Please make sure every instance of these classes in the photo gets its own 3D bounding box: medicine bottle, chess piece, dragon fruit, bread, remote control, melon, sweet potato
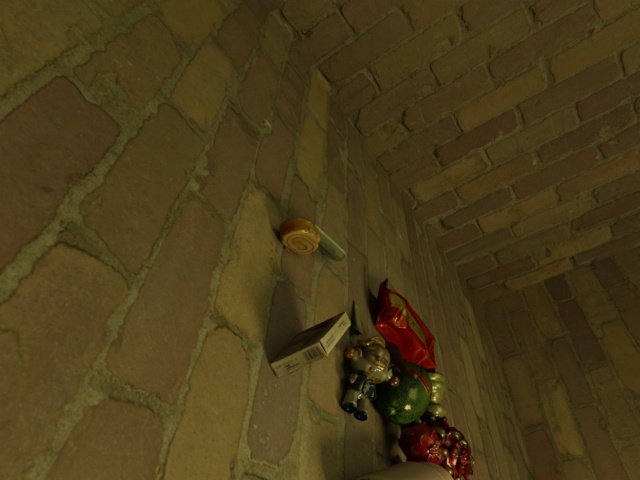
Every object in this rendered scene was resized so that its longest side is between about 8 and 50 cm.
[{"bbox_3d":[0.221,0.704,1.128,0.379,0.214,0.213,24,45,-52],"label":"medicine bottle"},{"bbox_3d":[0.450,0.666,1.723,0.133,0.133,0.243,41,36,-38],"label":"chess piece"},{"bbox_3d":[0.410,0.703,1.503,0.272,0.199,0.218,69,16,13],"label":"dragon fruit"},{"bbox_3d":[-0.063,-0.011,1.403,0.149,0.122,0.073,35,40,-44],"label":"bread"},{"bbox_3d":[0.000,0.000,1.548,0.247,0.104,0.052,41,74,-36],"label":"remote control"},{"bbox_3d":[0.283,0.521,1.473,0.182,0.182,0.288,63,27,1],"label":"melon"},{"bbox_3d":[-0.019,0.275,1.147,0.052,0.171,0.201,60,26,0],"label":"medicine bottle"},{"bbox_3d":[0.247,0.394,1.481,0.074,0.075,0.269,51,-13,-25],"label":"sweet potato"},{"bbox_3d":[0.313,0.651,1.389,0.133,0.136,0.166,34,-4,-21],"label":"dragon fruit"}]

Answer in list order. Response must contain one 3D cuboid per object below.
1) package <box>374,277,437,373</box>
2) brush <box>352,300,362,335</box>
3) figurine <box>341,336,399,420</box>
[{"bbox_3d":[0.354,0.374,1.818,0.423,0.123,0.196,53,25,-19],"label":"package"},{"bbox_3d":[0.133,0.289,1.597,0.033,0.030,0.178,36,22,-17],"label":"brush"},{"bbox_3d":[0.153,0.440,1.371,0.194,0.133,0.274,17,45,-16],"label":"figurine"}]
